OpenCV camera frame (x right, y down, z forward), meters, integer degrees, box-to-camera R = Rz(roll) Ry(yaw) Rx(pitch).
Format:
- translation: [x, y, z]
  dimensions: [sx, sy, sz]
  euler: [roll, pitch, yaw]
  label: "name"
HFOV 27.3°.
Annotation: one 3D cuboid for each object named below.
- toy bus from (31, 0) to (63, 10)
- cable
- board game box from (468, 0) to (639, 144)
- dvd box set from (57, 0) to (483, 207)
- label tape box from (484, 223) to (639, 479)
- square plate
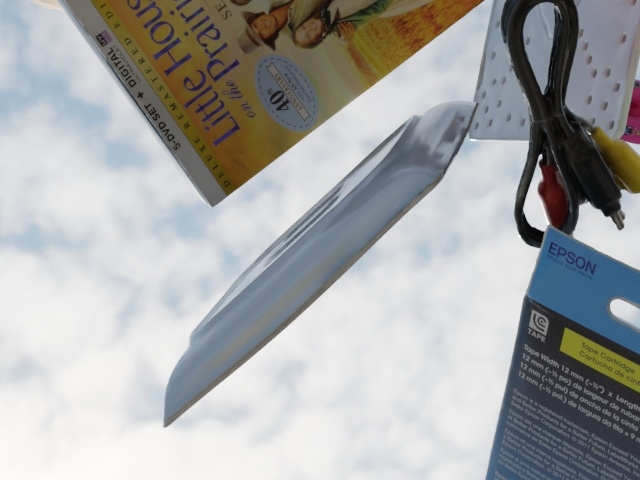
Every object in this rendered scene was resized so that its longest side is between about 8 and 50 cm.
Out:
- translation: [-0.330, -0.354, 1.315]
  dimensions: [0.332, 0.108, 0.130]
  euler: [32, -104, -62]
  label: "toy bus"
- translation: [0.208, -0.104, 1.196]
  dimensions: [0.139, 0.072, 0.287]
  euler: [-27, -61, 10]
  label: "cable"
- translation: [0.312, -0.305, 1.581]
  dimensions: [0.050, 0.390, 0.390]
  euler: [11, -89, -18]
  label: "board game box"
- translation: [-0.040, -0.279, 1.390]
  dimensions: [0.420, 0.062, 0.308]
  euler: [-37, -65, -9]
  label: "dvd box set"
- translation: [0.298, 0.167, 1.209]
  dimensions: [0.115, 0.249, 0.348]
  euler: [-27, -45, -44]
  label: "label tape box"
- translation: [0.000, 0.000, 1.265]
  dimensions: [0.347, 0.344, 0.049]
  euler: [-42, -85, 20]
  label: "square plate"
